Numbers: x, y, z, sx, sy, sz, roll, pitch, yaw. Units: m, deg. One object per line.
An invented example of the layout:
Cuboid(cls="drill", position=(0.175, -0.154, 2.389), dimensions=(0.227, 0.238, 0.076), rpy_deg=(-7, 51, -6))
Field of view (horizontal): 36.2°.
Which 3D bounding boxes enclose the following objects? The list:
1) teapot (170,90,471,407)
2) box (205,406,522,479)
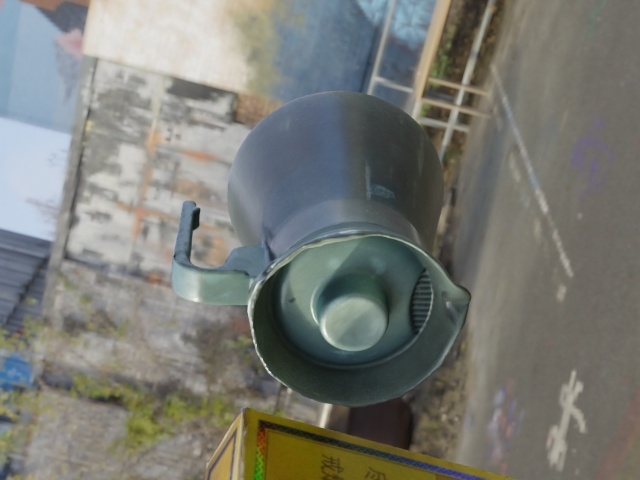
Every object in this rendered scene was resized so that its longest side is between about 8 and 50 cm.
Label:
Cuboid(cls="teapot", position=(0.000, 0.000, 0.700), dimensions=(0.225, 0.203, 0.171), rpy_deg=(-96, 10, -63))
Cuboid(cls="box", position=(0.068, 0.244, 0.650), dimensions=(0.193, 0.301, 0.084), rpy_deg=(-88, 21, -44))
